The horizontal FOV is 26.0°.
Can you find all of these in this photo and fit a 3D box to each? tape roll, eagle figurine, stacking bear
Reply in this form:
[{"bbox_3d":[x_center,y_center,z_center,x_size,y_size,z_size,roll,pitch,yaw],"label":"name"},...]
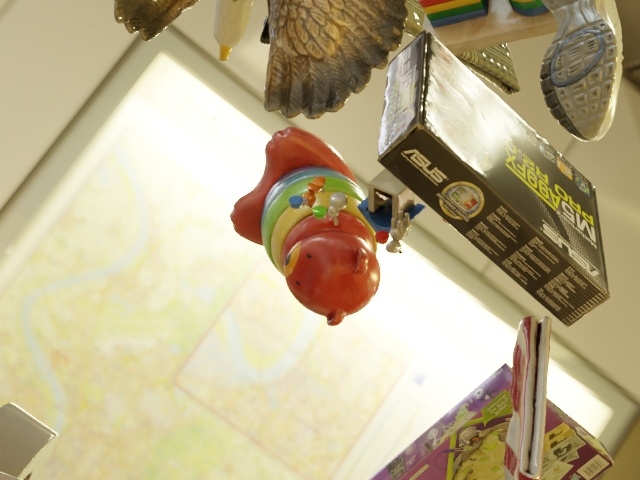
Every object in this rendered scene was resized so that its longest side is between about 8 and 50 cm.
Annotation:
[{"bbox_3d":[-0.400,0.297,1.625,0.072,0.219,0.219,35,-12,2],"label":"tape roll"},{"bbox_3d":[-0.057,-0.246,1.184,0.298,0.226,0.225,-103,176,-66],"label":"eagle figurine"},{"bbox_3d":[0.000,0.000,1.791,0.164,0.175,0.289,22,20,-20],"label":"stacking bear"}]

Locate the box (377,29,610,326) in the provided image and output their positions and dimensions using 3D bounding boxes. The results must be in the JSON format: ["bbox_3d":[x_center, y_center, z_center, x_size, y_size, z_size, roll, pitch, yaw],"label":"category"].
[{"bbox_3d":[0.177,-0.067,1.410,0.270,0.060,0.216,40,28,-18],"label":"box"}]

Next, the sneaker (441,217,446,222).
[{"bbox_3d":[0.247,-0.052,1.861,0.064,0.175,0.067,-109,-179,-52],"label":"sneaker"}]

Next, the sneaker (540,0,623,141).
[{"bbox_3d":[0.359,-0.254,1.826,0.111,0.297,0.129,-16,-34,32],"label":"sneaker"}]

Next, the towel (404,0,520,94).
[{"bbox_3d":[0.206,-0.421,2.442,0.324,0.056,0.312,25,41,-37],"label":"towel"}]

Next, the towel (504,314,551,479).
[{"bbox_3d":[0.185,0.265,1.344,0.037,0.237,0.329,6,-54,7],"label":"towel"}]

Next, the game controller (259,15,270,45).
[{"bbox_3d":[-0.029,-0.480,2.350,0.067,0.319,0.166,25,15,8],"label":"game controller"}]

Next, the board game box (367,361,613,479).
[{"bbox_3d":[0.177,0.328,1.765,0.208,0.347,0.056,39,17,-32],"label":"board game box"}]

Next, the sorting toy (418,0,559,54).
[{"bbox_3d":[0.272,-0.420,2.097,0.256,0.257,0.089,-9,-40,25],"label":"sorting toy"}]

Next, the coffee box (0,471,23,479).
[{"bbox_3d":[-0.312,0.195,0.818,0.297,0.168,0.119,20,-33,5],"label":"coffee box"}]

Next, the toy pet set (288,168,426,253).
[{"bbox_3d":[0.047,-0.024,1.465,0.122,0.114,0.065,24,-45,28],"label":"toy pet set"}]
